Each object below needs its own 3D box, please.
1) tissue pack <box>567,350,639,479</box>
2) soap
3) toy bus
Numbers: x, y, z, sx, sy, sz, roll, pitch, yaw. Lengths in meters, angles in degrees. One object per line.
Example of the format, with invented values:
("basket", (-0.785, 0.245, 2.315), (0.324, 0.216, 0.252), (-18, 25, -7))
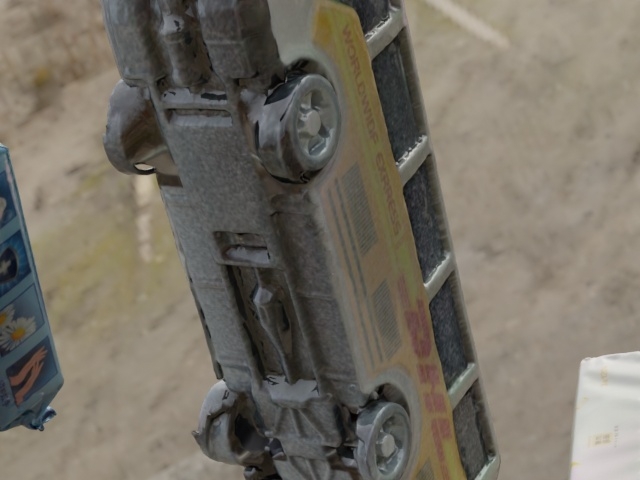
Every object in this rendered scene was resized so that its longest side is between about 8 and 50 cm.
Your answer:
("tissue pack", (0.275, 0.222, 1.373), (0.124, 0.185, 0.225), (-11, 29, 18))
("soap", (-0.265, 0.013, 1.195), (0.156, 0.293, 0.077), (30, 54, 29))
("toy bus", (0.000, 0.000, 0.778), (0.097, 0.342, 0.138), (5, 32, 34))
